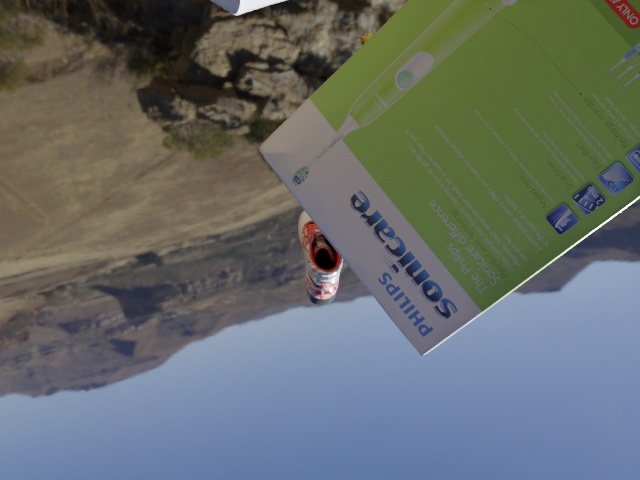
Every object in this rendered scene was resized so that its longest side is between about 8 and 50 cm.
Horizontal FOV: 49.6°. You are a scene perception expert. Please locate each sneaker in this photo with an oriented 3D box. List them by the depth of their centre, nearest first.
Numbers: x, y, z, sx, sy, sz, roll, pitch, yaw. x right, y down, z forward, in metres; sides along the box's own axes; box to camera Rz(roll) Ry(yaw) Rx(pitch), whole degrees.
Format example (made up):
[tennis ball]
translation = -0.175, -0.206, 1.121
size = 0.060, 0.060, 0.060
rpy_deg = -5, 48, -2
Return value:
[sneaker]
translation = 0.001, 0.001, 1.599
size = 0.090, 0.270, 0.145
rpy_deg = -1, 144, -7

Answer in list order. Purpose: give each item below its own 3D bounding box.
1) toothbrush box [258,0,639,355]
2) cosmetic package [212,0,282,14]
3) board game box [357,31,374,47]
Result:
[toothbrush box]
translation = 0.130, -0.085, 0.526
size = 0.283, 0.206, 0.122
rpy_deg = -42, 172, 20
[cosmetic package]
translation = -0.251, -0.634, 1.359
size = 0.230, 0.453, 0.161
rpy_deg = -38, 158, -47
[board game box]
translation = 0.162, -0.352, 1.530
size = 0.039, 0.124, 0.259
rpy_deg = -27, 151, 23
